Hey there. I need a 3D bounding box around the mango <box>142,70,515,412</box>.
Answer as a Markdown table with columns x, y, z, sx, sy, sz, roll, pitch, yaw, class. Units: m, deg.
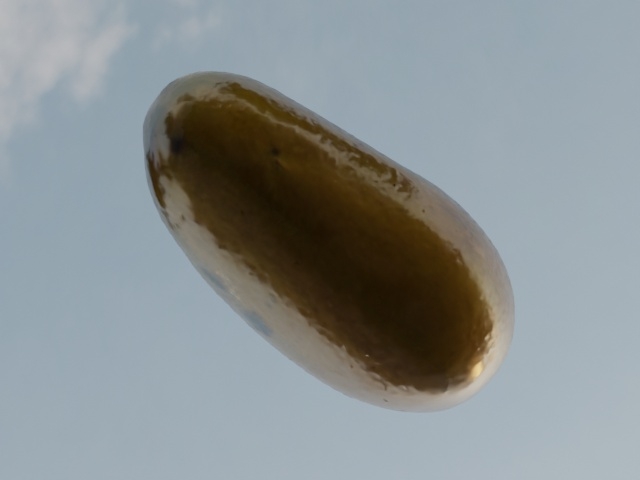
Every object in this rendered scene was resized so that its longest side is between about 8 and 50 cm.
| x | y | z | sx | sy | sz | roll | pitch | yaw | class |
| --- | --- | --- | --- | --- | --- | --- | --- | --- | --- |
| 0.000 | 0.001 | 0.715 | 0.178 | 0.115 | 0.090 | 34 | -109 | -8 | mango |
